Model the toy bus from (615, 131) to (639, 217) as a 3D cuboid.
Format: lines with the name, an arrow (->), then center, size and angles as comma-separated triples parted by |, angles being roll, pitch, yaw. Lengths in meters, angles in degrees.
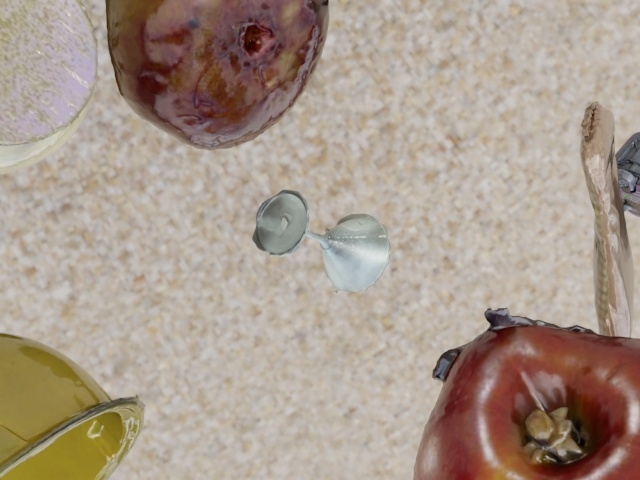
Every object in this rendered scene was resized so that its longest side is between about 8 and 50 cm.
toy bus -> 0.417, -0.057, 1.422 | 0.087, 0.178, 0.098 | -49, 131, -14

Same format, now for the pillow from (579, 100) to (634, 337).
pillow -> 0.242, -0.008, 1.054 | 0.034, 0.211, 0.135 | -4, -160, 20

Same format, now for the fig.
fig -> -0.098, -0.208, 1.044 | 0.190, 0.290, 0.191 | -6, 130, -7

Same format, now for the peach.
peach -> 0.199, 0.236, 0.860 | 0.257, 0.201, 0.362 | -7, 123, 18

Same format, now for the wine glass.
wine glass -> 0.000, 0.000, 1.699 | 0.122, 0.122, 0.183 | -45, 146, 20

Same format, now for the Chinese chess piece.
Chinese chess piece -> -0.387, -0.208, 1.418 | 0.270, 0.270, 0.112 | -10, 169, -33

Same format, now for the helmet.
helmet -> -0.238, 0.139, 0.746 | 0.257, 0.140, 0.205 | -44, 167, 7
